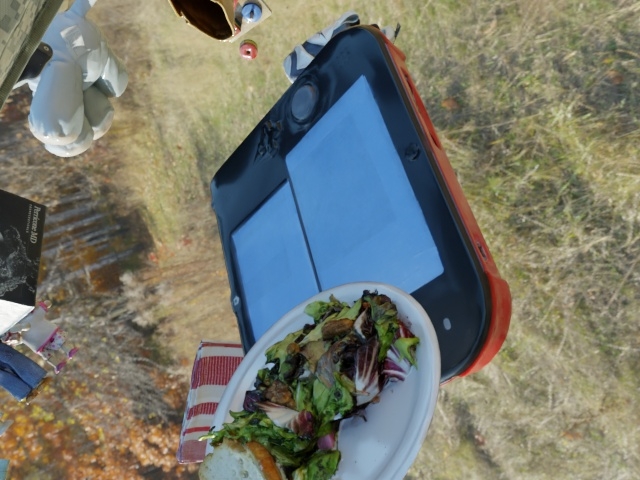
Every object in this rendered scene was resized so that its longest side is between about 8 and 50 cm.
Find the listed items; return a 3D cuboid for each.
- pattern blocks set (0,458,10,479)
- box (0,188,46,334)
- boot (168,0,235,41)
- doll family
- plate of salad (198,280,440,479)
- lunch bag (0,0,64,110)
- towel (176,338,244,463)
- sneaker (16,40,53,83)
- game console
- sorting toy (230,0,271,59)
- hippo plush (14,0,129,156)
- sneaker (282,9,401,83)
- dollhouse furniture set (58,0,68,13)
[{"bbox_3d":[-0.776,0.488,1.034,0.026,0.324,0.286,123,161,-63],"label":"pattern blocks set"},{"bbox_3d":[-0.429,0.012,0.659,0.093,0.158,0.156,-32,52,28],"label":"box"},{"bbox_3d":[-0.189,-0.406,0.687,0.295,0.104,0.211,36,-135,-57],"label":"boot"},{"bbox_3d":[-0.511,0.202,0.840,0.163,0.263,0.118,42,172,-11],"label":"doll family"},{"bbox_3d":[-0.012,0.104,0.379,0.048,0.200,0.200,46,173,-30],"label":"plate of salad"},{"bbox_3d":[-0.297,-0.129,0.284,0.287,0.235,0.169,-67,10,-10],"label":"lunch bag"},{"bbox_3d":[-0.222,0.414,1.412,0.037,0.236,0.329,31,111,61],"label":"towel"},{"bbox_3d":[-0.434,-0.302,0.714,0.086,0.163,0.227,-10,76,30],"label":"sneaker"},{"bbox_3d":[0.000,0.000,0.602,0.342,0.060,0.387,-36,57,34],"label":"game console"},{"bbox_3d":[-0.209,-0.537,1.276,0.274,0.132,0.046,40,-144,-41],"label":"sorting toy"},{"bbox_3d":[-0.471,-0.284,0.887,0.294,0.236,0.235,120,169,-70],"label":"hippo plush"},{"bbox_3d":[0.076,-0.224,0.785,0.235,0.153,0.094,37,-157,-31],"label":"sneaker"},{"bbox_3d":[-0.518,-0.526,0.942,0.212,0.160,0.242,-102,29,-53],"label":"dollhouse furniture set"}]
